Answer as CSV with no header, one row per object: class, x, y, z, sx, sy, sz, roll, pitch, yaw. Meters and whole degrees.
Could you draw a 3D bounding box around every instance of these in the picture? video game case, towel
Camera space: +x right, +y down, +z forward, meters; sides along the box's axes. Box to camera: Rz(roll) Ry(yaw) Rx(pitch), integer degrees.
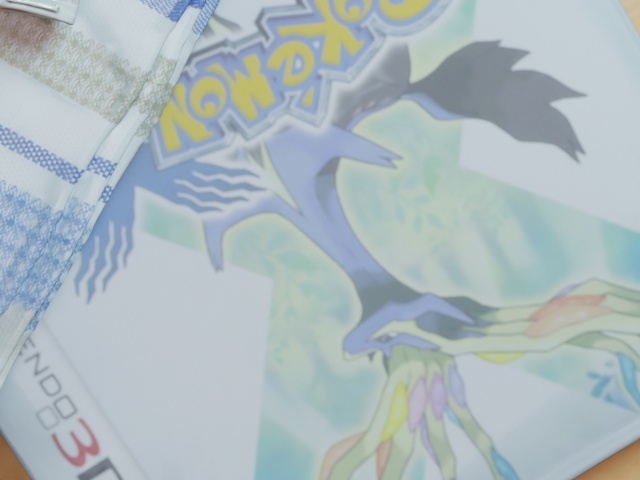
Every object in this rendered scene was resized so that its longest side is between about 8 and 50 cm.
video game case,0.000,0.000,0.868,0.329,0.036,0.300,-32,98,3
towel,-0.176,-0.065,0.817,0.209,0.034,0.285,29,97,-8

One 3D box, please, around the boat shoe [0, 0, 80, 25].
boat shoe,-0.144,-0.098,0.780,0.100,0.035,0.035,2,96,-10
